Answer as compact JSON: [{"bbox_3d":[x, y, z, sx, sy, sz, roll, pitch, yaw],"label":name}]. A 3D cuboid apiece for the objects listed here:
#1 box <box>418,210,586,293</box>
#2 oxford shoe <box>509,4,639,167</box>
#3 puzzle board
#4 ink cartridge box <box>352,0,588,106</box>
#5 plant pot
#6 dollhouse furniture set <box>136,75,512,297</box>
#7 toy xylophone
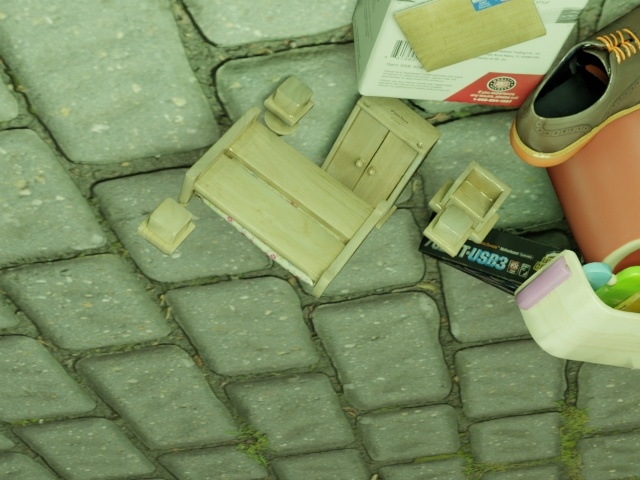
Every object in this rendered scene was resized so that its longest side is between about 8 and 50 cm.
[{"bbox_3d":[0.337,0.063,1.641,0.295,0.073,0.293,24,177,-38],"label":"box"},{"bbox_3d":[0.319,-0.187,1.232,0.271,0.097,0.098,-43,162,-12],"label":"oxford shoe"},{"bbox_3d":[0.147,-0.213,1.124,0.128,0.011,0.096,-16,147,19],"label":"puzzle board"},{"bbox_3d":[0.159,-0.264,1.165,0.196,0.114,0.273,3,151,-12],"label":"ink cartridge box"},{"bbox_3d":[0.410,-0.072,1.408,0.274,0.243,0.275,-4,150,-2],"label":"plant pot"},{"bbox_3d":[0.000,0.000,1.347,0.303,0.355,0.174,37,144,5],"label":"dollhouse furniture set"},{"bbox_3d":[0.405,0.078,1.339,0.322,0.081,0.236,15,145,-30],"label":"toy xylophone"}]
